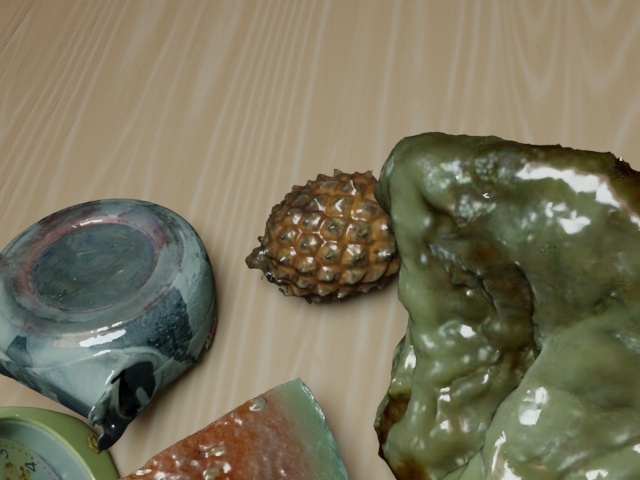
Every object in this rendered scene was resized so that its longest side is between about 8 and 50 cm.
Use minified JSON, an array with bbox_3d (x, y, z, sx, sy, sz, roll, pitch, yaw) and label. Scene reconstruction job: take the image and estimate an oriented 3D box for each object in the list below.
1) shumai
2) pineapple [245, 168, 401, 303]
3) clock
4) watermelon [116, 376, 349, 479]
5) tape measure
[{"bbox_3d":[0.177,0.116,0.483,0.397,0.324,0.323,29,91,19],"label":"shumai"},{"bbox_3d":[0.000,0.000,0.658,0.193,0.166,0.166,-16,60,4],"label":"pineapple"},{"bbox_3d":[-0.290,0.264,0.496,0.096,0.308,0.235,-33,60,-1],"label":"clock"},{"bbox_3d":[-0.104,0.258,0.492,0.256,0.140,0.193,-5,54,-33],"label":"watermelon"},{"bbox_3d":[-0.261,0.077,0.659,0.256,0.147,0.275,20,47,17],"label":"tape measure"}]
